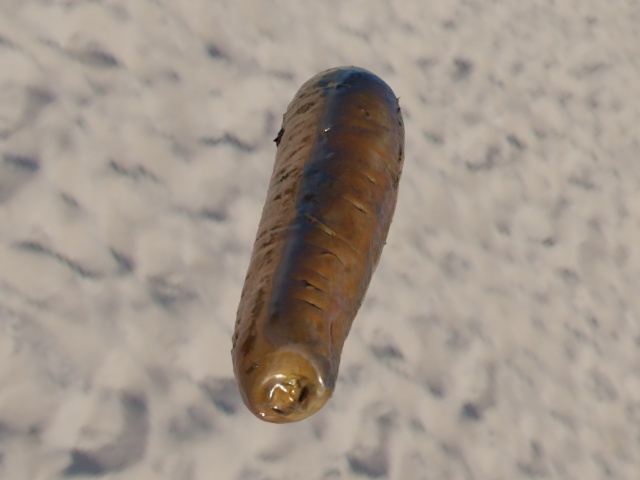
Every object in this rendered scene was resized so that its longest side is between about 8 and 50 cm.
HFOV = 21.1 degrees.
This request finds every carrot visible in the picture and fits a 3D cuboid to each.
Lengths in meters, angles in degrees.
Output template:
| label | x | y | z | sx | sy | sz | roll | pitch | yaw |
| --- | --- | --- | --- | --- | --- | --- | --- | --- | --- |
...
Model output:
| label | x | y | z | sx | sy | sz | roll | pitch | yaw |
| --- | --- | --- | --- | --- | --- | --- | --- | --- | --- |
| carrot | 0.000 | 0.000 | 0.719 | 0.060 | 0.060 | 0.186 | 45 | 40 | -32 |
